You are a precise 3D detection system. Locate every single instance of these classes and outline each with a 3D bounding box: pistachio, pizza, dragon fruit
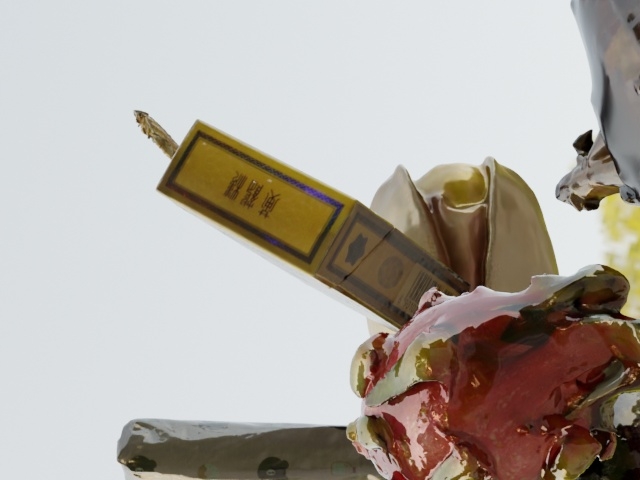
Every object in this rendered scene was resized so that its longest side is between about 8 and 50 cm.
[{"bbox_3d":[0.157,0.063,1.906,0.230,0.230,0.308,-17,-77,-58],"label":"pistachio"},{"bbox_3d":[-0.161,-0.102,1.735,0.016,0.037,0.083,-40,-66,8],"label":"pizza"},{"bbox_3d":[0.108,0.080,0.948,0.150,0.208,0.133,40,-136,-30],"label":"dragon fruit"}]

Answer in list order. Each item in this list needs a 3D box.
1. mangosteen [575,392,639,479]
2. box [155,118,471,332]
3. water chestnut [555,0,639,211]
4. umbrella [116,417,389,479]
[{"bbox_3d":[0.380,0.294,2.033,0.297,0.313,0.297,45,-151,-33],"label":"mangosteen"},{"bbox_3d":[0.000,0.000,1.646,0.084,0.193,0.301,-62,-29,-3],"label":"box"},{"bbox_3d":[0.312,-0.104,1.257,0.347,0.335,0.335,-39,-14,28],"label":"water chestnut"},{"bbox_3d":[-0.031,0.213,1.690,0.073,0.337,0.067,73,-161,-67],"label":"umbrella"}]
